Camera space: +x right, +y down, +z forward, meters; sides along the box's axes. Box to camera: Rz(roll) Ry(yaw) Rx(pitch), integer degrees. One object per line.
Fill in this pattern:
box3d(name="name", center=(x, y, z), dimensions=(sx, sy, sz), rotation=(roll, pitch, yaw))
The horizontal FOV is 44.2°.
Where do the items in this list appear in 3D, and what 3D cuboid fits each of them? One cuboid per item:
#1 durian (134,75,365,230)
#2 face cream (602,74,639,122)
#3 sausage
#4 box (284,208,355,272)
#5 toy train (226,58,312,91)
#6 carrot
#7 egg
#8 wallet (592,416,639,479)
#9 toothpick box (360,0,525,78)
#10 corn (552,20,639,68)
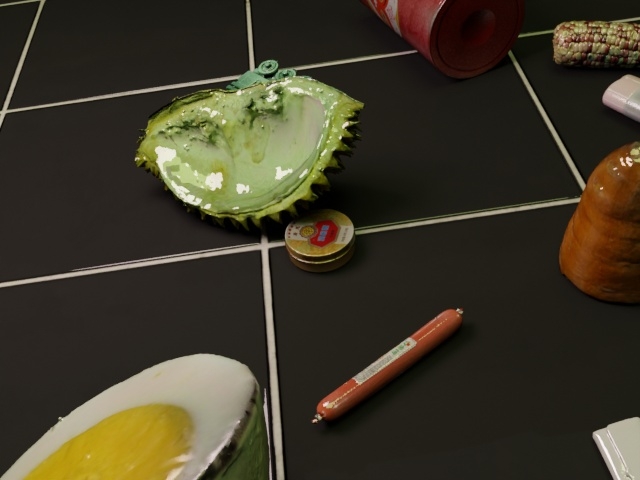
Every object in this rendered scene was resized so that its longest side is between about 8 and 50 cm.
box3d(name="durian", center=(-0.119, -0.130, 1.206), dimensions=(0.394, 0.198, 0.163), rotation=(2, 41, 21))
box3d(name="face cream", center=(0.564, -0.209, 1.289), dimensions=(0.084, 0.057, 0.198), rotation=(-28, 44, -22))
box3d(name="sausage", center=(0.090, 0.155, 0.990), dimensions=(0.253, 0.034, 0.034), rotation=(-32, 48, -24))
box3d(name="box", center=(0.000, 0.000, 1.167), dimensions=(0.105, 0.037, 0.105), rotation=(-5, 43, 4))
box3d(name="toy train", center=(-0.081, -0.264, 1.443), dimensions=(0.170, 0.071, 0.111), rotation=(33, 66, 34))
box3d(name="carrot", center=(0.393, -0.039, 1.019), dimensions=(0.159, 0.225, 0.159), rotation=(-7, 46, 7))
box3d(name="egg", center=(-0.173, 0.281, 0.775), dimensions=(0.337, 0.201, 0.337), rotation=(-23, 23, 10))
box3d(name="wallet", center=(0.347, 0.252, 0.854), dimensions=(0.061, 0.025, 0.122), rotation=(-16, 43, 2))
box3d(name="toothpick box", center=(0.215, -0.476, 1.522), dimensions=(0.204, 0.204, 0.333), rotation=(-20, 45, -13))
box3d(name="corn", center=(0.548, -0.353, 1.423), dimensions=(0.253, 0.086, 0.086), rotation=(5, 44, 13))
